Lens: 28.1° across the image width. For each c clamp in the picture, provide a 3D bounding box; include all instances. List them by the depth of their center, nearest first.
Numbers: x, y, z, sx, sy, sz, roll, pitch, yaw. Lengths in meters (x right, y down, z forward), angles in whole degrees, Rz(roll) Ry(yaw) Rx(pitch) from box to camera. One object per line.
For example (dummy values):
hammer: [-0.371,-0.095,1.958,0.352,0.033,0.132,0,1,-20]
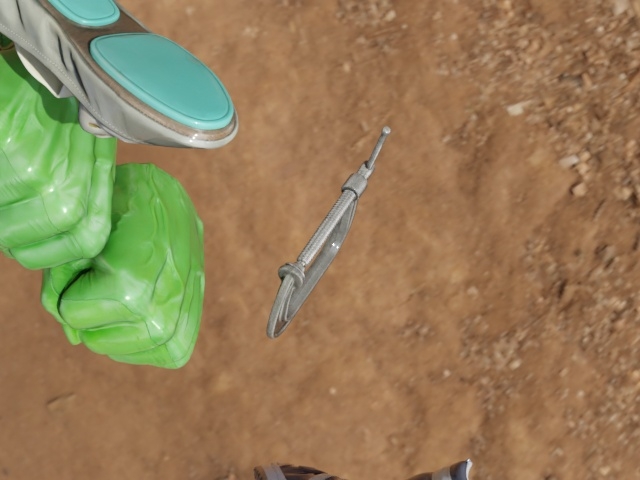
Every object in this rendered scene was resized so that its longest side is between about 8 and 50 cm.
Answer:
c clamp: [0.000,0.000,1.011,0.022,0.161,0.137,29,152,8]

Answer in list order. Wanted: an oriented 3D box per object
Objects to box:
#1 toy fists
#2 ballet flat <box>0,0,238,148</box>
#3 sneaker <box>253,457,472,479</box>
toy fists: [-0.163,-0.015,0.886,0.096,0.142,0.279,-17,136,11]
ballet flat: [-0.122,-0.097,0.707,0.213,0.072,0.068,44,128,29]
sneaker: [0.041,0.222,1.013,0.282,0.153,0.099,-171,66,-77]
